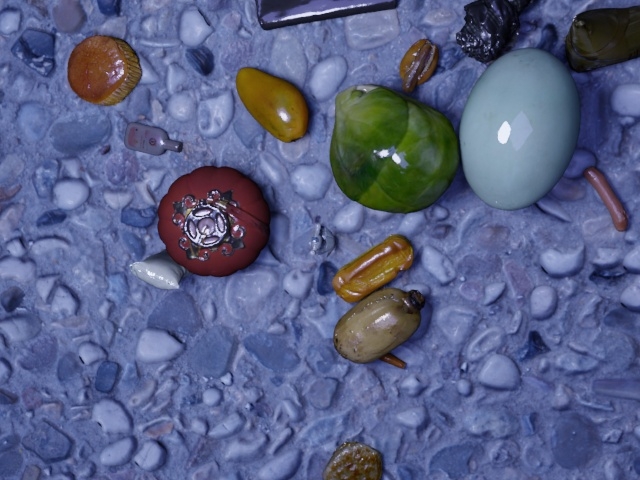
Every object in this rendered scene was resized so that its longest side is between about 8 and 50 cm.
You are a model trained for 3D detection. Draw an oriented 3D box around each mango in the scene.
[{"bbox_3d":[-0.126,-0.373,1.807,0.253,0.113,0.138,46,108,8],"label":"mango"}]

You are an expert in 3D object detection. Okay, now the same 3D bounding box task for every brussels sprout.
[{"bbox_3d":[0.164,-0.230,1.685,0.289,0.282,0.354,-51,58,46],"label":"brussels sprout"}]

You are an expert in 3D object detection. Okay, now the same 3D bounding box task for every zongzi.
[{"bbox_3d":[0.696,-0.491,1.539,0.260,0.289,0.122,-14,83,14],"label":"zongzi"}]

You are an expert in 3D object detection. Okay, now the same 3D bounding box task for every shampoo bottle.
[{"bbox_3d":[-0.475,-0.283,1.922,0.165,0.040,0.079,15,100,9],"label":"shampoo bottle"}]

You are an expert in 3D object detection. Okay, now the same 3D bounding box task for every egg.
[{"bbox_3d":[0.474,-0.263,1.622,0.276,0.276,0.388,9,104,9],"label":"egg"}]

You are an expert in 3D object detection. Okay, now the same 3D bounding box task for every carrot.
[{"bbox_3d":[0.194,0.332,1.898,0.093,0.032,0.032,27,103,0],"label":"carrot"}]

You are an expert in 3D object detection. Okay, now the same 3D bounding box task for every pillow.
[{"bbox_3d":[-0.417,0.078,1.864,0.144,0.254,0.078,16,99,4],"label":"pillow"}]

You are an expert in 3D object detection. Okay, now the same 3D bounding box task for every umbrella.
[{"bbox_3d":[0.449,-0.604,1.659,0.154,0.128,0.336,21,97,-9],"label":"umbrella"}]

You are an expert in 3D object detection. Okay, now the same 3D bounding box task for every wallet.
[{"bbox_3d":[0.011,-0.674,1.762,0.378,0.051,0.197,-5,96,10],"label":"wallet"}]

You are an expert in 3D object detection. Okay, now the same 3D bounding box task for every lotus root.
[{"bbox_3d":[0.161,0.224,1.828,0.284,0.146,0.160,-37,116,21],"label":"lotus root"}]

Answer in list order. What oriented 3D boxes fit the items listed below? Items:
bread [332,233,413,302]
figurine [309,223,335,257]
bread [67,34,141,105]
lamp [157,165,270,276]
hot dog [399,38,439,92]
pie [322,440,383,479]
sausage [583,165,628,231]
[{"bbox_3d":[0.143,0.078,1.837,0.246,0.094,0.102,-33,97,14],"label":"bread"},{"bbox_3d":[0.000,0.000,1.853,0.082,0.086,0.094,-1,99,13],"label":"figurine"},{"bbox_3d":[-0.608,-0.475,1.885,0.199,0.104,0.199,2,98,12],"label":"bread"},{"bbox_3d":[-0.283,-0.050,1.806,0.303,0.257,0.302,0,96,1],"label":"lamp"},{"bbox_3d":[0.249,-0.451,1.747,0.090,0.060,0.140,39,107,7],"label":"hot dog"},{"bbox_3d":[0.094,0.664,1.947,0.163,0.079,0.193,39,102,-2],"label":"pie"},{"bbox_3d":[0.731,-0.107,1.720,0.043,0.043,0.186,-31,92,14],"label":"sausage"}]
